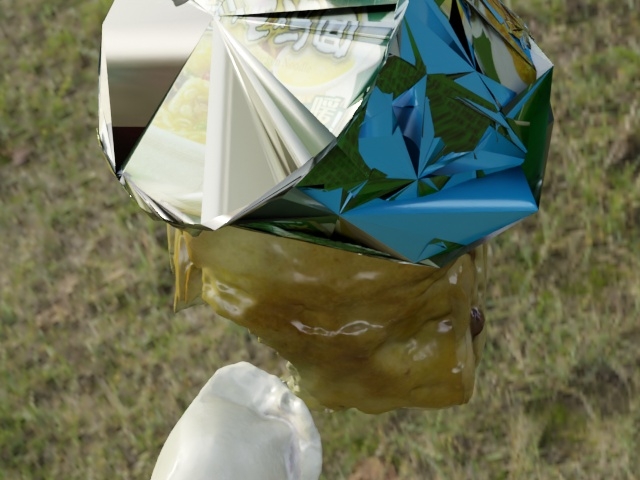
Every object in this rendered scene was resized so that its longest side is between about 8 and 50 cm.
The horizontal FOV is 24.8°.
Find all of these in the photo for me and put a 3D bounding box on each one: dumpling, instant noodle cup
[{"bbox_3d":[-0.068,0.212,1.199,0.151,0.124,0.229,15,72,11],"label":"dumpling"},{"bbox_3d":[0.010,-0.094,0.847,0.240,0.178,0.240,-17,64,38],"label":"instant noodle cup"}]

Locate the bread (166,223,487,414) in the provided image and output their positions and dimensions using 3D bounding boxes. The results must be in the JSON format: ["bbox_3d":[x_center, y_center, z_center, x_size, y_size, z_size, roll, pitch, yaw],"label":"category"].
[{"bbox_3d":[0.000,0.000,1.315,0.314,0.370,0.191,2,27,4],"label":"bread"}]

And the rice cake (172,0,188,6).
[{"bbox_3d":[-0.091,-0.257,0.749,0.049,0.270,0.055,-9,6,-33],"label":"rice cake"}]
